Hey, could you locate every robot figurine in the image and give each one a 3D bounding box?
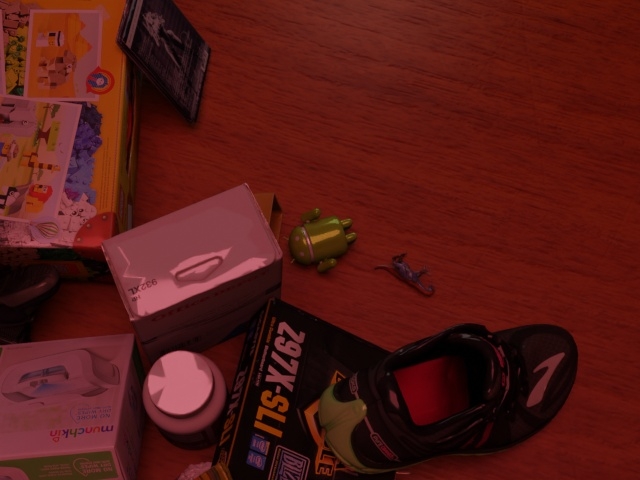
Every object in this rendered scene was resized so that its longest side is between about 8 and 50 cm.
[{"bbox_3d":[0.000,0.000,1.734,0.115,0.067,0.101,-16,84,-8],"label":"robot figurine"}]

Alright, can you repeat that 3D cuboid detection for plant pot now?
[{"bbox_3d":[-0.113,-0.029,1.735,0.083,0.081,0.081,4,70,10],"label":"plant pot"}]

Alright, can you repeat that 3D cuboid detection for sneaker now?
[{"bbox_3d":[-0.458,0.122,1.622,0.227,0.087,0.130,-30,115,21],"label":"sneaker"},{"bbox_3d":[0.227,0.216,1.544,0.483,0.202,0.185,-13,71,-39],"label":"sneaker"}]

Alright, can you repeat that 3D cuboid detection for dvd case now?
[{"bbox_3d":[-0.253,-0.319,1.753,0.018,0.221,0.164,-8,57,24],"label":"dvd case"}]

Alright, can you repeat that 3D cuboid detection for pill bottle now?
[{"bbox_3d":[-0.194,0.231,1.562,0.121,0.216,0.121,0,69,-1],"label":"pill bottle"}]

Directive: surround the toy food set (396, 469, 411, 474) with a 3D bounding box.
[{"bbox_3d":[0.118,0.299,1.659,0.078,0.019,0.122,6,70,-1],"label":"toy food set"}]

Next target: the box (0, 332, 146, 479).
[{"bbox_3d":[-0.393,0.264,1.527,0.262,0.127,0.231,-5,36,3],"label":"box"}]

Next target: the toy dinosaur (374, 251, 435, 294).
[{"bbox_3d":[0.148,0.059,1.747,0.090,0.047,0.082,-28,81,22],"label":"toy dinosaur"}]

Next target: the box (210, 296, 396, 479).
[{"bbox_3d":[-0.009,0.273,1.540,0.257,0.079,0.322,26,51,-15],"label":"box"}]

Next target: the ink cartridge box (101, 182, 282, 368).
[{"bbox_3d":[-0.181,0.062,1.576,0.223,0.307,0.129,-23,73,-11],"label":"ink cartridge box"}]

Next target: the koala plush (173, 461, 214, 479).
[{"bbox_3d":[-0.206,0.410,1.519,0.203,0.196,0.221,40,77,22],"label":"koala plush"}]

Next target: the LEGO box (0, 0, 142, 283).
[{"bbox_3d":[-0.487,-0.192,1.712,0.372,0.193,0.500,0,70,-2],"label":"LEGO box"}]

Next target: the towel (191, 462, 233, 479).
[{"bbox_3d":[-0.203,0.387,1.388,0.237,0.021,0.102,-33,62,14],"label":"towel"}]
